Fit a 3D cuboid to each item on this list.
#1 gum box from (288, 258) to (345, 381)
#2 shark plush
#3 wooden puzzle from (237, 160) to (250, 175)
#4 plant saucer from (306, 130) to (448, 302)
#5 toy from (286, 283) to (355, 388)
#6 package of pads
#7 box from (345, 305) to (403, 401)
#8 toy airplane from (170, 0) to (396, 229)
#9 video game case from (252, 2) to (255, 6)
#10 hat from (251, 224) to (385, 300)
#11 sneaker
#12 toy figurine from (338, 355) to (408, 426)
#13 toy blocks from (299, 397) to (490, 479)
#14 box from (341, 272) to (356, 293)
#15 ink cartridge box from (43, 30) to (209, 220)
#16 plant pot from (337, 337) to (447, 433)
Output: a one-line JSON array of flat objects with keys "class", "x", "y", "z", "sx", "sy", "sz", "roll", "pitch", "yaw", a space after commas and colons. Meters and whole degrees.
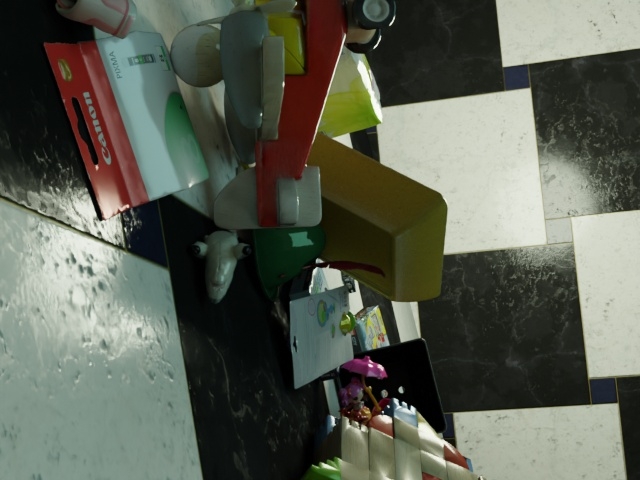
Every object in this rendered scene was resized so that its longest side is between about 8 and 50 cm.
[{"class": "gum box", "x": -0.004, "y": 0.142, "z": 1.528, "sx": 0.157, "sy": 0.041, "sz": 0.184, "roll": -77, "pitch": 149, "yaw": -66}, {"class": "shark plush", "x": -0.136, "y": 0.023, "z": 1.058, "sx": 0.161, "sy": 0.073, "sz": 0.067, "roll": -133, "pitch": -138, "yaw": -67}, {"class": "wooden puzzle", "x": -0.117, "y": -0.075, "z": 1.320, "sx": 0.116, "sy": 0.014, "sz": 0.078, "roll": -93, "pitch": 161, "yaw": -47}, {"class": "plant saucer", "x": 0.053, "y": -0.028, "z": 1.437, "sx": 0.081, "sy": 0.332, "sz": 0.333, "roll": -50, "pitch": 156, "yaw": -23}, {"class": "toy", "x": -0.012, "y": 0.154, "z": 1.372, "sx": 0.237, "sy": 0.056, "sz": 0.137, "roll": -8, "pitch": 95, "yaw": -62}, {"class": "package of pads", "x": -0.009, "y": -0.290, "z": 1.586, "sx": 0.296, "sy": 0.229, "sz": 0.101, "roll": 46, "pitch": 30, "yaw": -68}, {"class": "box", "x": 0.117, "y": 0.280, "z": 1.855, "sx": 0.159, "sy": 0.044, "sz": 0.233, "roll": -26, "pitch": 101, "yaw": -64}, {"class": "toy airplane", "x": -0.083, "y": -0.198, "z": 1.134, "sx": 0.384, "sy": 0.272, "sz": 0.386, "roll": -77, "pitch": -172, "yaw": -48}, {"class": "video game case", "x": -0.136, "y": -0.468, "z": 1.748, "sx": 0.157, "sy": 0.019, "sz": 0.143, "roll": 24, "pitch": 52, "yaw": -76}, {"class": "hat", "x": 0.000, "y": 0.000, "z": 1.304, "sx": 0.208, "sy": 0.183, "sz": 0.173, "roll": -44, "pitch": 127, "yaw": -82}, {"class": "sneaker", "x": -0.235, "y": -0.249, "z": 0.837, "sx": 0.070, "sy": 0.051, "sz": 0.134, "roll": 18, "pitch": 19, "yaw": -32}, {"class": "toy figurine", "x": 0.076, "y": 0.295, "z": 1.495, "sx": 0.173, "sy": 0.130, "sz": 0.159, "roll": -36, "pitch": 113, "yaw": -34}, {"class": "toy blocks", "x": 0.134, "y": 0.375, "z": 1.312, "sx": 0.381, "sy": 0.191, "sz": 0.261, "roll": 26, "pitch": 27, "yaw": -12}, {"class": "box", "x": 0.068, "y": 0.080, "z": 2.051, "sx": 0.067, "sy": 0.018, "sz": 0.083, "roll": 65, "pitch": 15, "yaw": -46}, {"class": "ink cartridge box", "x": -0.196, "y": -0.131, "z": 0.876, "sx": 0.225, "sy": 0.056, "sz": 0.181, "roll": -64, "pitch": 138, "yaw": -77}, {"class": "plant pot", "x": 0.135, "y": 0.313, "z": 1.682, "sx": 0.167, "sy": 0.187, "sz": 0.188, "roll": 92, "pitch": -15, "yaw": -81}]
